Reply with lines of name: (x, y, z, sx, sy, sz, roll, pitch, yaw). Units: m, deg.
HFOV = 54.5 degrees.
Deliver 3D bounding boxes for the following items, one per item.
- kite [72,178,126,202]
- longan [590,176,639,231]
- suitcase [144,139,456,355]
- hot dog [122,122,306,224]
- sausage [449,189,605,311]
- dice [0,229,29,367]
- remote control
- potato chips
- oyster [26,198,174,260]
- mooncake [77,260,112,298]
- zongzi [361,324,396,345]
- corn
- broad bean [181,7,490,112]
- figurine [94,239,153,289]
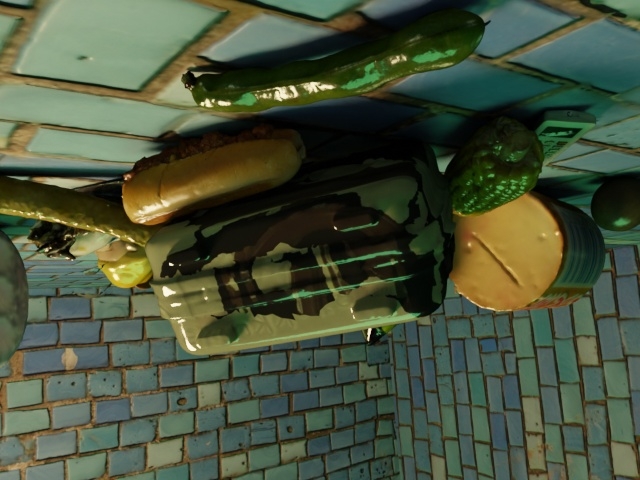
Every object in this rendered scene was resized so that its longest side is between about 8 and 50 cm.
kite: (-0.254, -0.071, 0.986, 0.314, 0.011, 0.335, -1, 173, -21)
longan: (0.551, -0.072, 1.131, 0.119, 0.106, 0.106, -43, -177, -16)
suitcase: (0.000, 0.000, 0.785, 0.352, 0.194, 0.339, -12, -163, 17)
hot dog: (-0.135, -0.079, 0.705, 0.249, 0.076, 0.102, -13, -152, 24)
sausage: (0.405, 0.020, 1.212, 0.233, 0.233, 0.287, -10, 172, 36)
dice: (-0.705, 0.106, 1.082, 0.271, 0.270, 0.270, -6, 173, 15)
remote control: (0.276, -0.126, 0.779, 0.065, 0.029, 0.166, 4, 168, -2)
potato chips: (-0.330, -0.031, 0.835, 0.407, 0.080, 0.057, 15, 166, -21)
oyster: (-0.338, -0.022, 0.982, 0.223, 0.083, 0.214, -11, -175, -31)
mooncake: (-0.275, 0.005, 1.087, 0.347, 0.057, 0.150, -33, 155, 29)
zongzi: (0.254, 0.100, 1.823, 0.384, 0.319, 0.362, -25, 165, 16)
corn: (0.208, -0.083, 0.787, 0.097, 0.097, 0.261, -4, 170, -3)
broad bean: (0.005, -0.136, 0.495, 0.256, 0.052, 0.052, -5, 132, 25)
figurine: (-0.401, 0.018, 1.214, 0.156, 0.131, 0.246, -6, 159, 30)
